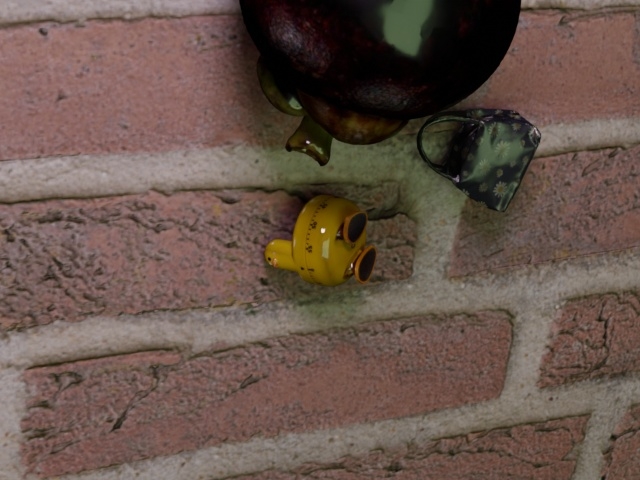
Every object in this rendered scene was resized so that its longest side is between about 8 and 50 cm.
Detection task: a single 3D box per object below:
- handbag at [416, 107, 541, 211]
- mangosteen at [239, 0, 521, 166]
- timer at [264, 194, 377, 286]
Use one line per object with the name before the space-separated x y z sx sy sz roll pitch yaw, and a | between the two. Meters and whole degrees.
handbag | 0.173 -0.111 2.156 0.139 0.072 0.115 18 108 -26
mangosteen | 0.054 -0.251 1.858 0.297 0.297 0.313 -29 173 -17
timer | 0.000 0.000 2.095 0.107 0.109 0.107 -25 120 -55
